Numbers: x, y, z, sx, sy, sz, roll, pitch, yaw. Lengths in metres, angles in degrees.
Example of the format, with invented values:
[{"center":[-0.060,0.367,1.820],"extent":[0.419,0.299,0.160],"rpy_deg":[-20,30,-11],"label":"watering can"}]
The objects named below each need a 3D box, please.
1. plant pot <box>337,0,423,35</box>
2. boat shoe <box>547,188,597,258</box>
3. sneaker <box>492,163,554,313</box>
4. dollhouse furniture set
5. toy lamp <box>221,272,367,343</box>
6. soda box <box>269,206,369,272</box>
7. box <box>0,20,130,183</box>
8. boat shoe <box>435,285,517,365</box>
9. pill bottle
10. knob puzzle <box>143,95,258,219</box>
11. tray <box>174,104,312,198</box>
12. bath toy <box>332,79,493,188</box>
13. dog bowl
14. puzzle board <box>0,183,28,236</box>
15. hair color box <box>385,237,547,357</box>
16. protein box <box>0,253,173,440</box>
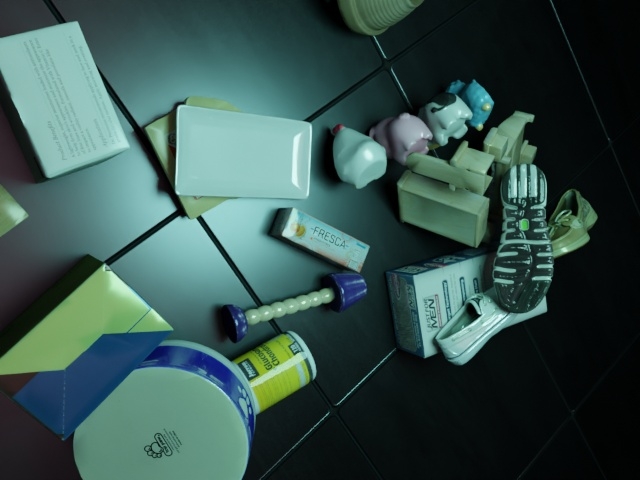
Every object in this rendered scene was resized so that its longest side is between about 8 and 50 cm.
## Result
[{"center":[0.133,-0.491,1.066],"extent":[0.237,0.110,0.237],"rpy_deg":[-39,139,-45],"label":"plant pot"},{"center":[0.559,-0.036,1.353],"extent":[0.285,0.104,0.089],"rpy_deg":[-34,96,-53],"label":"boat shoe"},{"center":[0.403,-0.003,1.153],"extent":[0.162,0.106,0.281],"rpy_deg":[-1,95,-70],"label":"sneaker"},{"center":[0.314,-0.182,1.202],"extent":[0.355,0.174,0.303],"rpy_deg":[-55,152,-27],"label":"dollhouse furniture set"},{"center":[-0.039,0.117,1.082],"extent":[0.275,0.080,0.080],"rpy_deg":[-16,99,-27],"label":"toy lamp"},{"center":[0.000,0.000,1.106],"extent":[0.183,0.063,0.058],"rpy_deg":[27,80,-27],"label":"soda box"},{"center":[-0.376,-0.186,0.833],"extent":[0.119,0.182,0.181],"rpy_deg":[-26,104,-26],"label":"box"},{"center":[0.317,0.142,1.149],"extent":[0.226,0.083,0.076],"rpy_deg":[-47,113,-17],"label":"boat shoe"},{"center":[-0.107,0.244,1.038],"extent":[0.184,0.103,0.103],"rpy_deg":[-26,104,-25],"label":"pill bottle"},{"center":[-0.189,-0.157,1.016],"extent":[0.213,0.030,0.213],"rpy_deg":[-5,99,-38],"label":"knob puzzle"},{"center":[-0.131,-0.147,1.024],"extent":[0.270,0.030,0.145],"rpy_deg":[-1,96,-38],"label":"tray"},{"center":[0.165,-0.215,1.151],"extent":[0.348,0.151,0.129],"rpy_deg":[-26,67,-21],"label":"bath toy"},{"center":[-0.237,0.296,0.914],"extent":[0.265,0.104,0.265],"rpy_deg":[0,101,-2],"label":"dog bowl"},{"center":[-0.517,-0.034,0.862],"extent":[0.128,0.011,0.096],"rpy_deg":[-42,111,-19],"label":"puzzle board"},{"center":[0.317,0.110,1.254],"extent":[0.347,0.105,0.174],"rpy_deg":[-13,99,-27],"label":"hair color box"},{"center":[-0.351,0.140,0.849],"extent":[0.200,0.201,0.136],"rpy_deg":[-47,112,-18],"label":"protein box"}]
